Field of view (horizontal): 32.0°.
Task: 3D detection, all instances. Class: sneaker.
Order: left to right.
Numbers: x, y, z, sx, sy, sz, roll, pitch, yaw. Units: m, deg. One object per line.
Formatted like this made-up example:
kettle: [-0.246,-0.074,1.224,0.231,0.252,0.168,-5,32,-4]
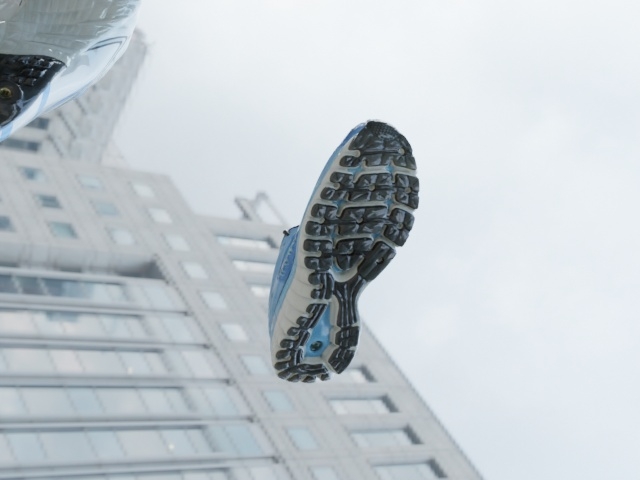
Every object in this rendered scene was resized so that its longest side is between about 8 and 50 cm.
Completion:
sneaker: [-0.189,-0.097,0.670,0.085,0.237,0.086,35,-45,5]
sneaker: [0.000,0.000,0.632,0.162,0.063,0.073,-67,-149,26]
